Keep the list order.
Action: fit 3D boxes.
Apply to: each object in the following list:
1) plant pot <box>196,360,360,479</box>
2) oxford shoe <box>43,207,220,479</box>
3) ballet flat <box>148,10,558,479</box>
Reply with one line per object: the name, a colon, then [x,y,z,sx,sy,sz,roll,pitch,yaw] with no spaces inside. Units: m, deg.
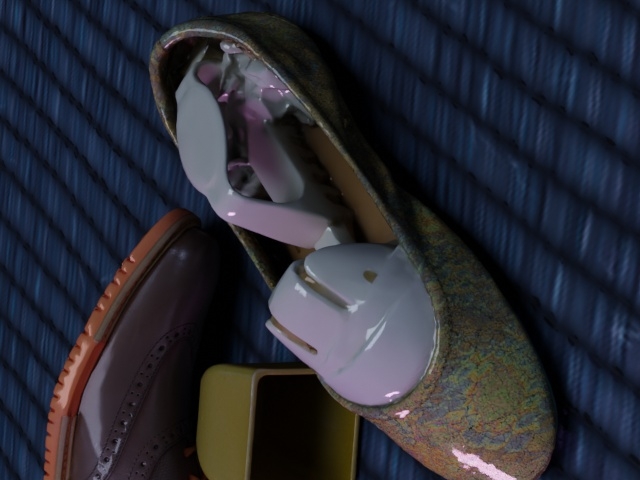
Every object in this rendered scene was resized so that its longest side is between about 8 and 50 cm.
plant pot: [-0.034,0.111,0.849,0.083,0.081,0.081,8,95,52]
oxford shoe: [-0.111,0.161,0.921,0.132,0.130,0.364,18,97,11]
ballet flat: [0.000,0.000,0.792,0.123,0.123,0.348,-50,57,31]
